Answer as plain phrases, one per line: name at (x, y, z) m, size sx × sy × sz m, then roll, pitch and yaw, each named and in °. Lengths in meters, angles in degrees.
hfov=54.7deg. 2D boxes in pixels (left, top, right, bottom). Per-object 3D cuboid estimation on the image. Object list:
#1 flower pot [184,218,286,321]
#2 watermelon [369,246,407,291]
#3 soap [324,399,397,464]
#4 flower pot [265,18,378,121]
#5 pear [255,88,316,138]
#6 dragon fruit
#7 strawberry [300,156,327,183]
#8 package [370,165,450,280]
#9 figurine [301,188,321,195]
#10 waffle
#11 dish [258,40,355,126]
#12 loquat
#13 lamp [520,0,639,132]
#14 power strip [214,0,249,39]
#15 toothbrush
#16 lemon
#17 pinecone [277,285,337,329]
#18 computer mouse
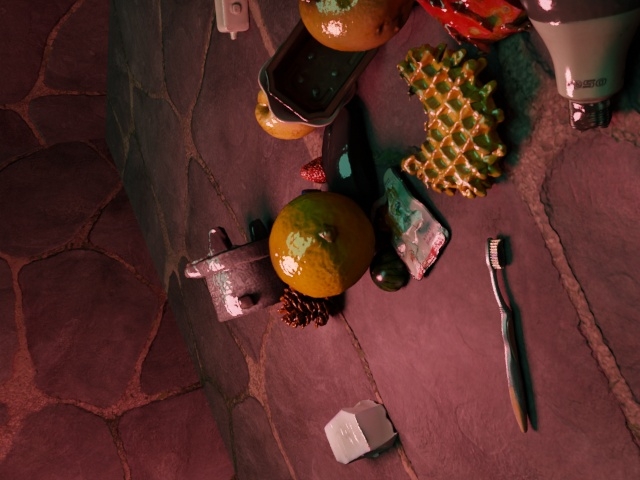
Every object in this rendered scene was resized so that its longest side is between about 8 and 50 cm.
flower pot at (-0.271, 0.096, 1.958) m, size 0.299 × 0.299 × 0.283 m, roll -19°, pitch 88°, yaw 61°
watermelon at (0.150, 0.070, 1.441) m, size 0.105 × 0.062 × 0.105 m, roll 18°, pitch 112°, yaw 56°
soap at (0.104, 0.520, 1.671) m, size 0.145 × 0.091 × 0.230 m, roll 63°, pitch 149°, yaw 25°
flower pot at (0.006, -0.396, 1.378) m, size 0.179 × 0.084 × 0.251 m, roll 37°, pitch 100°, yaw 0°
pear at (-0.084, -0.342, 1.591) m, size 0.178 × 0.178 × 0.178 m, roll 31°, pitch 127°, yaw 53°
dragon fruit at (0.225, -0.420, 1.051) m, size 0.274 × 0.126 × 0.161 m, roll 66°, pitch 149°, yaw 21°
strawberry at (-0.011, -0.179, 1.614) m, size 0.073 × 0.083 × 0.073 m, roll 50°, pitch 150°, yaw 44°
package at (0.183, -0.039, 1.365) m, size 0.232 × 0.040 × 0.166 m, roll 59°, pitch 144°, yaw 29°
figurine at (-0.005, -0.007, 1.627) m, size 0.164 × 0.121 × 0.262 m, roll -1°, pitch 102°, yaw 57°
waffle at (0.232, -0.208, 1.140) m, size 0.260 × 0.069 × 0.293 m, roll 31°, pitch 139°, yaw 51°
dish at (-0.033, -0.364, 1.480) m, size 0.081 × 0.229 × 0.229 m, roll 102°, pitch 152°, yaw -81°
loquat at (0.065, -0.484, 1.198) m, size 0.244 × 0.244 × 0.244 m, roll 31°, pitch 127°, yaw 53°
lamp at (0.375, -0.300, 0.823) m, size 0.182 × 0.182 × 0.314 m, roll 7°, pitch 127°, yaw 60°
power strip at (-0.270, -0.794, 1.823) m, size 0.062 × 0.091 × 0.385 m, roll 21°, pitch 119°, yaw 54°
toothbrush at (0.352, 0.179, 1.159) m, size 0.037 × 0.028 × 0.375 m, roll -4°, pitch 97°, yaw 54°
lemon at (0.003, 0.009, 1.434) m, size 0.267 × 0.267 × 0.267 m, roll 31°, pitch 127°, yaw 53°
pinecone at (-0.037, 0.174, 1.713) m, size 0.173 × 0.173 × 0.173 m, roll 31°, pitch 127°, yaw 53°
computer mouse at (0.055, -0.193, 1.486) m, size 0.137 × 0.086 × 0.270 m, roll -16°, pitch 85°, yaw 61°
